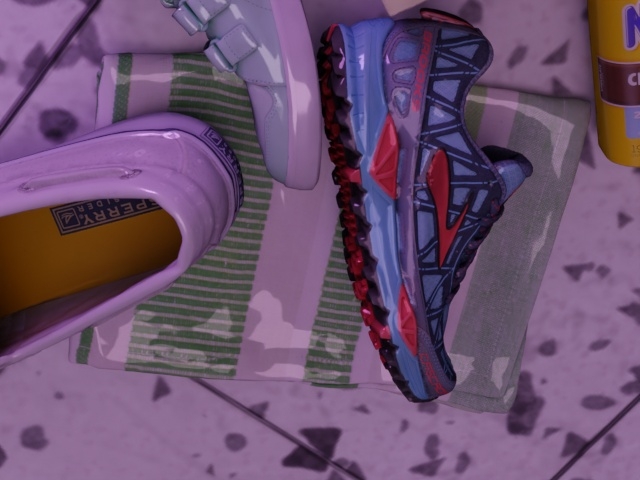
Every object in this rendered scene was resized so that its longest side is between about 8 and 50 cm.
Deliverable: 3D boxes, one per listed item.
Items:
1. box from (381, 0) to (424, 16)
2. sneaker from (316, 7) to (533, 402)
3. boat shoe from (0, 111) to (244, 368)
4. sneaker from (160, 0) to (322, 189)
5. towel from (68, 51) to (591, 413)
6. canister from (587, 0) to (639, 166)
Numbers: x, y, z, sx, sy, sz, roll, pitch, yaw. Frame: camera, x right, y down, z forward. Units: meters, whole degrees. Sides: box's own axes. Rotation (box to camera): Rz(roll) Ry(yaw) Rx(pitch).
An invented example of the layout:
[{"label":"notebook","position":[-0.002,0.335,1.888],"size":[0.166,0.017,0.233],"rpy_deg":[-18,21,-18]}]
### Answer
[{"label":"box","position":[0.084,-0.284,0.700],"size":[0.213,0.117,0.243],"rpy_deg":[-23,117,7]},{"label":"sneaker","position":[0.077,-0.014,0.808],"size":[0.125,0.104,0.262],"rpy_deg":[-12,116,-4]},{"label":"boat shoe","position":[-0.226,0.037,0.790],"size":[0.367,0.156,0.136],"rpy_deg":[-16,110,15]},{"label":"sneaker","position":[-0.088,-0.139,0.760],"size":[0.151,0.094,0.256],"rpy_deg":[-16,101,-2]},{"label":"towel","position":[0.000,0.000,0.880],"size":[0.325,0.038,0.248],"rpy_deg":[7,115,-8]},{"label":"canister","position":[0.229,-0.140,0.809],"size":[0.126,0.073,0.170],"rpy_deg":[-11,118,1]}]
